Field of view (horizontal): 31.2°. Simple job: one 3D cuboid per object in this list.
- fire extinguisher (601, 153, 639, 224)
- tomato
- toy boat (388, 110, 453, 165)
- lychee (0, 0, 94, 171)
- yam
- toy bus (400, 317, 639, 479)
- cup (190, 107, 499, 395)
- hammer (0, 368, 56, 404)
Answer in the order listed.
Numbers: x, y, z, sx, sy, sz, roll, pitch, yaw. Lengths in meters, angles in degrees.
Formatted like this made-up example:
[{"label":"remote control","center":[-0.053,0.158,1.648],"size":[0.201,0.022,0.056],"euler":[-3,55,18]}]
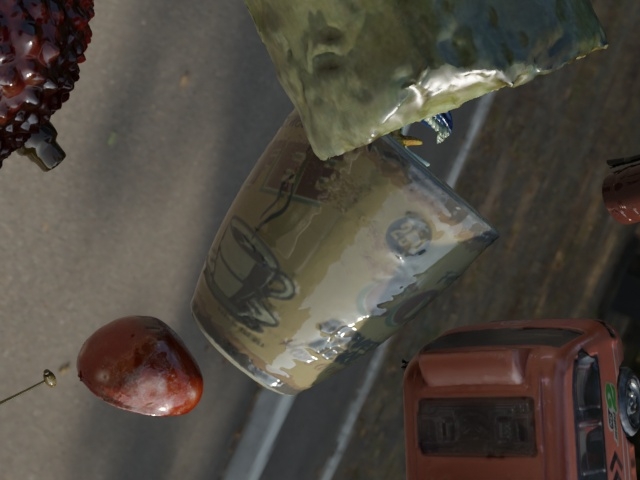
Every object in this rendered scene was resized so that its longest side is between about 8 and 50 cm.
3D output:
[{"label":"fire extinguisher","center":[0.235,-0.043,0.691],"size":[0.039,0.132,0.056],"euler":[-6,81,-41]},{"label":"tomato","center":[-0.209,0.142,1.399],"size":[0.091,0.159,0.139],"euler":[-63,-156,20]},{"label":"toy boat","center":[0.076,-0.129,1.623],"size":[0.067,0.220,0.291],"euler":[-6,-118,61]},{"label":"lychee","center":[-0.299,-0.167,0.843],"size":[0.304,0.275,0.276],"euler":[52,53,-22]},{"label":"yam","center":[0.009,-0.132,0.389],"size":[0.194,0.107,0.107],"euler":[66,28,-3]},{"label":"toy bus","center":[0.198,0.292,1.139],"size":[0.233,0.203,0.427],"euler":[7,79,-58]},{"label":"cup","center":[0.000,0.000,1.131],"size":[0.257,0.227,0.301],"euler":[-47,-171,8]},{"label":"hammer","center":[-0.376,0.191,1.378],"size":[0.123,0.014,0.029],"euler":[-27,126,-20]}]
